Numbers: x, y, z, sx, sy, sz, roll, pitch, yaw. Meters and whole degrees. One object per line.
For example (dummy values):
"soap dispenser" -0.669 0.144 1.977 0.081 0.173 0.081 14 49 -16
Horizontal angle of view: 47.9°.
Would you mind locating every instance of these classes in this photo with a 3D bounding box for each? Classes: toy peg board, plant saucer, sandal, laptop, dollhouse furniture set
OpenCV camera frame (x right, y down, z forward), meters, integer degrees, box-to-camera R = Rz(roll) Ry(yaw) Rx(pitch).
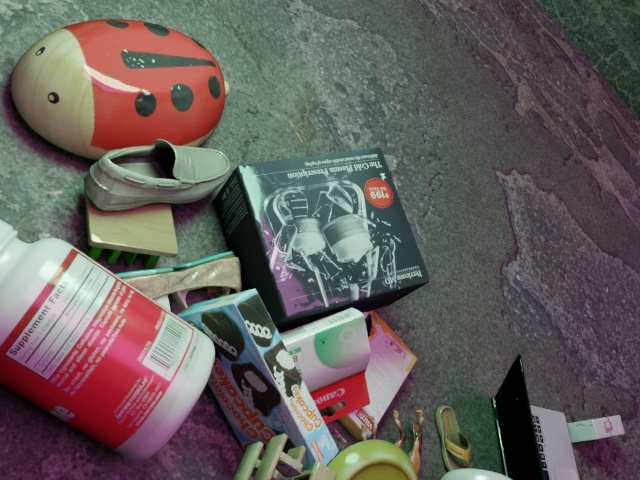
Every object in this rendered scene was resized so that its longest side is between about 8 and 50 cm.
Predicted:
"toy peg board" -0.363 -0.026 1.335 0.161 0.079 0.161 10 46 -34
"plant saucer" 0.097 0.500 1.356 0.240 0.037 0.241 0 91 -27
"sandal" 0.303 0.452 1.596 0.072 0.049 0.180 1 67 -37
"laptop" 0.529 0.505 1.595 0.407 0.236 0.382 18 53 -29
"dollhouse furniture set" -0.062 0.460 1.184 0.212 0.242 0.161 37 50 -16

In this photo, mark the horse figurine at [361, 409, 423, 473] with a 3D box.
"horse figurine" 0.138 0.436 1.451 0.263 0.066 0.175 0 91 -46

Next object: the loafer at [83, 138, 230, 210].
"loafer" -0.285 -0.132 1.349 0.112 0.111 0.319 51 38 15

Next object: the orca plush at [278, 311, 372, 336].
"orca plush" -0.018 0.217 1.406 0.287 0.151 0.102 -5 71 -37

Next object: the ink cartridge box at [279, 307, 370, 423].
"ink cartridge box" 0.011 0.259 1.364 0.180 0.056 0.225 -19 110 -19

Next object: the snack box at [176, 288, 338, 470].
"snack box" -0.115 0.248 1.250 0.060 0.187 0.322 -35 102 -43

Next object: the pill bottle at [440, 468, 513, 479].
"pill bottle" 0.303 0.630 1.413 0.181 0.181 0.323 32 51 -20

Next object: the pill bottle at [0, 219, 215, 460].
"pill bottle" -0.386 0.144 1.111 0.407 0.229 0.229 37 50 -16

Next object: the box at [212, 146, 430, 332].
"box" 0.000 0.000 1.477 0.343 0.179 0.313 -12 75 -29

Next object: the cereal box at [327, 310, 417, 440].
"cereal box" 0.090 0.275 1.527 0.173 0.047 0.240 49 49 -7

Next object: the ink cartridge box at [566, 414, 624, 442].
"ink cartridge box" 0.706 0.486 1.858 0.122 0.088 0.052 5 67 -35

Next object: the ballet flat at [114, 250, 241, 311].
"ballet flat" -0.269 0.094 1.317 0.315 0.107 0.106 -11 88 -40

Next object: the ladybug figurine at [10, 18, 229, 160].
"ladybug figurine" -0.361 -0.309 1.411 0.449 0.162 0.305 -15 77 -41
